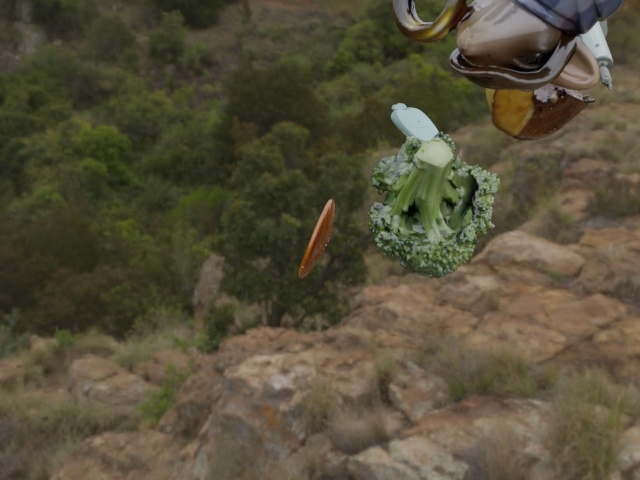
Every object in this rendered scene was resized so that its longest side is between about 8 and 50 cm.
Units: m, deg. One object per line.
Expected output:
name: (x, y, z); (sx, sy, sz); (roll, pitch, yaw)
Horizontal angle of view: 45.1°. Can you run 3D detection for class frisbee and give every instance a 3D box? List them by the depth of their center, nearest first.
frisbee: (0.000, 0.000, 1.728); (0.035, 0.192, 0.192); (23, 25, 4)

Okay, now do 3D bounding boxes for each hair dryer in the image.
hair dryer: (0.596, -0.436, 1.694); (0.107, 0.173, 0.357); (-12, 47, 18)

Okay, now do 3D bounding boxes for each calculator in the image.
calculator: (0.216, -0.270, 1.778); (0.095, 0.021, 0.153); (-11, 53, -32)

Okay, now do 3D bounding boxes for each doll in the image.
doll: (0.272, -0.338, 0.945); (0.209, 0.340, 0.318); (-26, 61, -41)

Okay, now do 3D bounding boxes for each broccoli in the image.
broccoli: (0.223, -0.078, 1.517); (0.235, 0.260, 0.288); (-11, 50, -46)

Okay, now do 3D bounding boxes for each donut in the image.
donut: (0.382, -0.271, 1.440); (0.217, 0.141, 0.085); (18, 36, -36)
